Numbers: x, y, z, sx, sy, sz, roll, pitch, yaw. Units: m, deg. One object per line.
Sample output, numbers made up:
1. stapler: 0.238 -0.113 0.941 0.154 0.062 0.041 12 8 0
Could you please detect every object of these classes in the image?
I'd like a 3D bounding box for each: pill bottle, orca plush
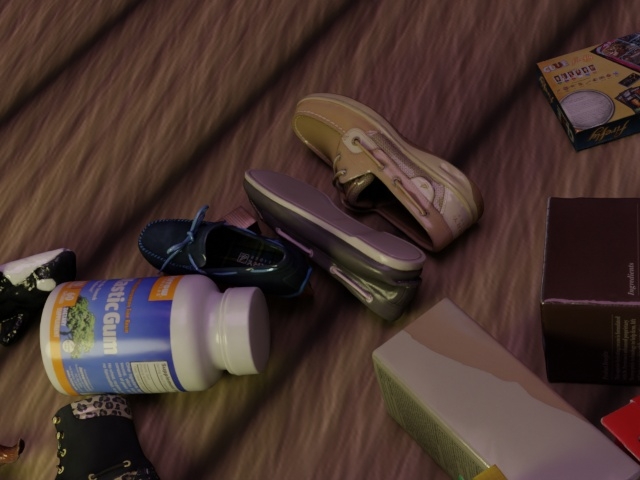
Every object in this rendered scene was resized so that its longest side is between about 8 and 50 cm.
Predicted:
1. pill bottle: -0.209 0.121 1.427 0.271 0.152 0.152 -4 50 12
2. orca plush: -0.469 0.102 1.547 0.287 0.151 0.102 -16 80 -3

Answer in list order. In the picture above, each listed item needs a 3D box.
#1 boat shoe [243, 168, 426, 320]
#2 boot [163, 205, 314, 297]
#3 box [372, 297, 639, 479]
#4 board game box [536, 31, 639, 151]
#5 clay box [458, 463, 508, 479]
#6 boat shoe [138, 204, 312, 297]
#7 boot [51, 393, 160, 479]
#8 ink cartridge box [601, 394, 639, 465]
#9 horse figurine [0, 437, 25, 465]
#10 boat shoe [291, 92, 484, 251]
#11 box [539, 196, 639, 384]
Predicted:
1. boat shoe: 0.000 0.000 1.512 0.112 0.096 0.335 -4 28 -47
2. boot: -0.113 0.055 1.521 0.152 0.073 0.197 -41 52 -12
3. box: 0.206 0.224 1.242 0.121 0.148 0.311 -35 53 -16
4. board game box: 0.463 -0.234 1.626 0.243 0.042 0.165 -17 49 0
5. clay box: 0.200 0.320 1.109 0.053 0.222 0.127 -30 50 -11
6. boat shoe: -0.134 0.003 1.463 0.258 0.089 0.109 6 66 22
7. boot: -0.318 0.298 1.352 0.236 0.085 0.179 -18 46 -12
8. ink cartridge box: 0.419 0.217 1.190 0.231 0.078 0.134 -18 46 -27
9. horse figurine: -0.473 0.347 1.364 0.174 0.066 0.263 24 63 24
10. boat shoe: 0.069 -0.102 1.564 0.341 0.122 0.110 33 64 33
11. box: 0.373 0.061 1.318 0.203 0.168 0.167 1 52 15
